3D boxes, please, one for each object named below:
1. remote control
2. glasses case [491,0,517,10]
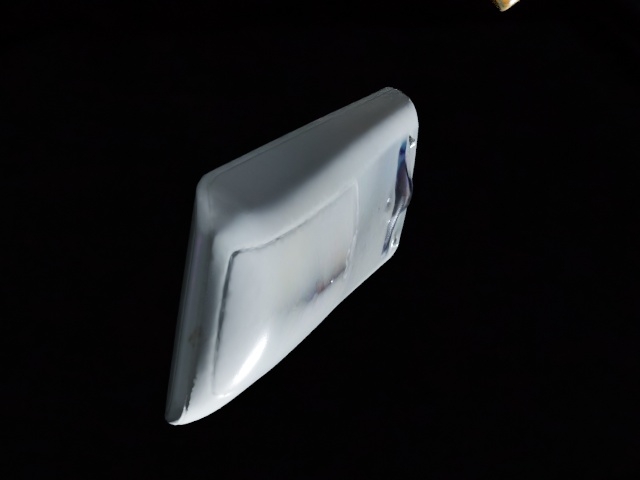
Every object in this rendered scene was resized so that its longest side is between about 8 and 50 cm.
[{"bbox_3d":[0.000,0.000,0.899,0.055,0.109,0.313,13,-163,16],"label":"remote control"},{"bbox_3d":[0.063,-0.197,0.776,0.075,0.218,0.049,-37,-129,2],"label":"glasses case"}]
